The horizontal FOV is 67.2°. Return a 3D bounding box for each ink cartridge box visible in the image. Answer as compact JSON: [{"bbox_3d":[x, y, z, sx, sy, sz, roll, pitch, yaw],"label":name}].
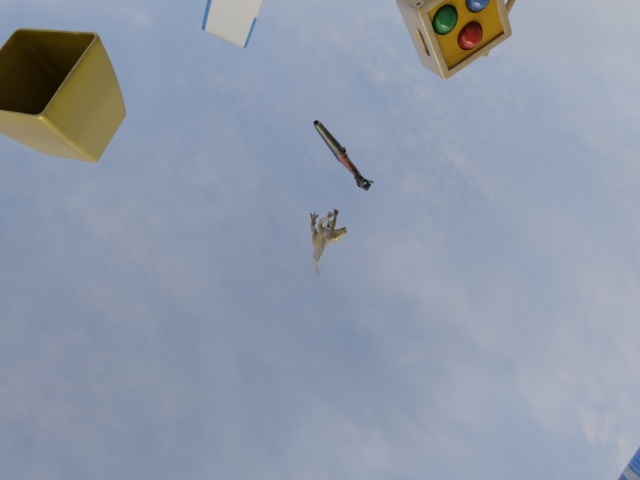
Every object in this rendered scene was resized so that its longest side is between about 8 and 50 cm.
[{"bbox_3d":[-0.124,-0.461,0.816,0.086,0.148,0.203,18,-116,-16],"label":"ink cartridge box"}]

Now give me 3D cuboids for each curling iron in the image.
[{"bbox_3d":[0.061,-0.210,1.201,0.035,0.068,0.274,-49,-45,-3],"label":"curling iron"}]

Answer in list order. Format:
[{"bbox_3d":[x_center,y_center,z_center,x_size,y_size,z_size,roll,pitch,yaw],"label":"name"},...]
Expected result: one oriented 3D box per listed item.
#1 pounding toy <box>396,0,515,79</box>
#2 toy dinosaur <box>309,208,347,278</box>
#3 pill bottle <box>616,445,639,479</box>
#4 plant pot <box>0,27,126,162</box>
[{"bbox_3d":[0.256,-0.351,0.762,0.206,0.094,0.181,-33,-50,6],"label":"pounding toy"},{"bbox_3d":[0.000,0.000,0.864,0.053,0.183,0.092,11,-118,-10],"label":"toy dinosaur"},{"bbox_3d":[0.520,0.296,0.660,0.124,0.124,0.221,29,-86,-10],"label":"pill bottle"},{"bbox_3d":[-0.528,-0.278,0.976,0.212,0.187,0.212,11,-115,18],"label":"plant pot"}]
